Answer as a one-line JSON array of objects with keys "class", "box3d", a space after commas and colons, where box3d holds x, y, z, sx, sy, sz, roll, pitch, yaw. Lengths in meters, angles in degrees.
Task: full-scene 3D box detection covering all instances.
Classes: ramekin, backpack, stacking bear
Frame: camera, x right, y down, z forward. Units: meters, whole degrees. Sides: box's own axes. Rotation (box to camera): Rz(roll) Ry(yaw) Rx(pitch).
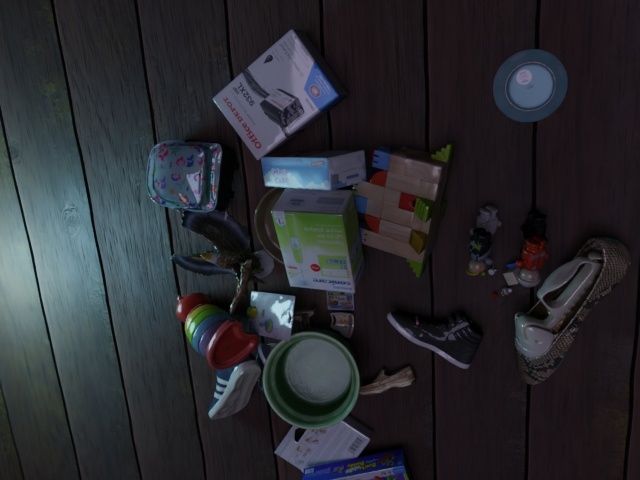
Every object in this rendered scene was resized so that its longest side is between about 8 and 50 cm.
[{"class": "ramekin", "box3d": [-0.018, 0.423, 1.840, 0.303, 0.148, 0.304, 0, 92, 9]}, {"class": "backpack", "box3d": [-0.407, -0.198, 1.773, 0.253, 0.191, 0.225, 9, 96, 22]}, {"class": "stacking bear", "box3d": [-0.363, 0.269, 1.882, 0.164, 0.175, 0.289, -47, 50, -8]}]

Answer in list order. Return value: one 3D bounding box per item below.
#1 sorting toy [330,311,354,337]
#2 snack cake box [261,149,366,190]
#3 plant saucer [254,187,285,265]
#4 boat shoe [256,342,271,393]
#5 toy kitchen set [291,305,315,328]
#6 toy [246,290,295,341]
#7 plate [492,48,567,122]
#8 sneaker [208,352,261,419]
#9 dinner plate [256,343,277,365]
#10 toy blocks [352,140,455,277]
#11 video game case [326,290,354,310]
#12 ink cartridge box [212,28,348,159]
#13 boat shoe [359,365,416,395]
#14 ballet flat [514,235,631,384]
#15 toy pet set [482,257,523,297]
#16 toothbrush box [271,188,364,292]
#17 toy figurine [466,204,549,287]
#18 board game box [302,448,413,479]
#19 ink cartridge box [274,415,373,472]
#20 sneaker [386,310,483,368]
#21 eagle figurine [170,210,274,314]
[{"class": "sorting toy", "box3d": [0.066, 0.259, 1.858, 0.075, 0.045, 0.083, 6, 108, 21]}, {"class": "snack cake box", "box3d": [-0.021, -0.199, 1.625, 0.264, 0.152, 0.089, 8, 111, 44]}, {"class": "plant saucer", "box3d": [-0.068, -0.048, 1.794, 0.277, 0.041, 0.278, 5, 110, 14]}, {"class": "boat shoe", "box3d": [-0.185, 0.435, 1.945, 0.083, 0.065, 0.183, -22, 99, 21]}, {"class": "toy kitchen set", "box3d": [-0.044, 0.255, 1.861, 0.068, 0.083, 0.075, -7, 104, 17]}, {"class": "toy", "box3d": [-0.145, 0.237, 1.846, 0.237, 0.056, 0.137, 1, 82, 47]}, {"class": "plate", "box3d": [0.552, -0.406, 1.536, 0.188, 0.024, 0.188, 5, 108, 14]}, {"class": "sneaker", "box3d": [-0.309, 0.474, 1.992, 0.148, 0.131, 0.350, 56, 131, 31]}, {"class": "dinner plate", "box3d": [-0.148, 0.410, 1.972, 0.141, 0.017, 0.141, 4, 108, 13]}, {"class": "toy blocks", "box3d": [0.207, -0.117, 1.649, 0.260, 0.190, 0.382, 19, 120, 22]}, {"class": "video game case", "box3d": [0.062, 0.162, 1.844, 0.087, 0.011, 0.122, 0, 106, 14]}, {"class": "ink cartridge box", "box3d": [-0.114, -0.409, 1.656, 0.307, 0.129, 0.223, -34, 95, 22]}, {"class": "boat shoe", "box3d": [0.207, 0.444, 1.868, 0.189, 0.068, 0.072, -18, 89, 9]}, {"class": "ballet flat", "box3d": [0.646, 0.186, 1.604, 0.182, 0.164, 0.483, 17, 113, -31]}, {"class": "toy pet set", "box3d": [0.533, 0.093, 1.684, 0.114, 0.065, 0.122, -21, 99, 55]}, {"class": "toothbrush box", "box3d": [0.000, 0.000, 1.652, 0.206, 0.122, 0.283, 5, 132, 19]}, {"class": "toy figurine", "box3d": [0.505, 0.016, 1.580, 0.209, 0.213, 0.148, 8, 124, 16]}, {"class": "board game box", "box3d": [0.140, 0.842, 1.949, 0.347, 0.078, 0.233, -16, 111, 11]}, {"class": "ink cartridge box", "box3d": [0.008, 0.690, 1.992, 0.238, 0.060, 0.275, 33, 112, 4]}, {"class": "sneaker", "box3d": [0.353, 0.253, 1.749, 0.295, 0.104, 0.147, 29, 110, -1]}, {"class": "eagle figurine", "box3d": [-0.316, 0.044, 1.842, 0.226, 0.225, 0.298, -44, 54, -16]}]
